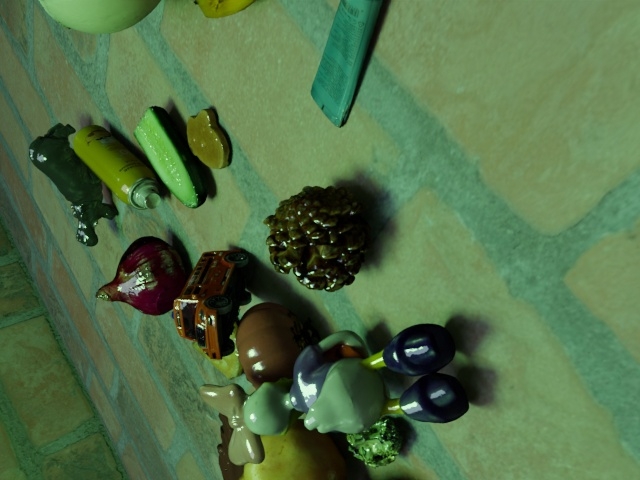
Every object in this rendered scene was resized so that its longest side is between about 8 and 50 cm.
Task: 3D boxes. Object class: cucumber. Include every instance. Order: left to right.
[{"bbox_3d":[-0.303,-0.171,1.252,0.244,0.063,0.115,58,138,14],"label":"cucumber"}]

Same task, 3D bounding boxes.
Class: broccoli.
[{"bbox_3d":[0.089,0.332,0.973,0.097,0.091,0.095,25,107,63],"label":"broccoli"}]

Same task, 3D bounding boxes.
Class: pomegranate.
[{"bbox_3d":[-0.051,0.439,1.117,0.209,0.209,0.209,29,129,42],"label":"pomegranate"}]

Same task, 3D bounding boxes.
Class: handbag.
[{"bbox_3d":[-0.169,0.535,1.379,0.275,0.084,0.260,49,141,49],"label":"handbag"}]

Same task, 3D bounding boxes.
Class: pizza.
[{"bbox_3d":[-0.250,0.243,1.422,0.262,0.034,0.181,-6,102,53],"label":"pizza"}]

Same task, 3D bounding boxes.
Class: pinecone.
[{"bbox_3d":[0.000,0.000,0.868,0.173,0.173,0.174,29,129,42],"label":"pinecone"}]

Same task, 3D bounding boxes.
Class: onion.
[{"bbox_3d":[-0.428,0.106,1.427,0.140,0.218,0.195,44,139,28],"label":"onion"}]

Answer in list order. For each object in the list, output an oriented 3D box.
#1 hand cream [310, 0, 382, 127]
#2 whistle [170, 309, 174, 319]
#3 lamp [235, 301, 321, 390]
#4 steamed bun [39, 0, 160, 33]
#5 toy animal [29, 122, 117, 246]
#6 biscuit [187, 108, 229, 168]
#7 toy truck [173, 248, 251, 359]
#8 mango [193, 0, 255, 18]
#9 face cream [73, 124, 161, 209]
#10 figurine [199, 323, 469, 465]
[{"bbox_3d":[0.034,-0.254,0.788,0.083,0.048,0.224,54,148,21],"label":"hand cream"},{"bbox_3d":[-0.379,0.195,1.572,0.033,0.029,0.083,45,147,-24],"label":"whistle"},{"bbox_3d":[-0.073,0.196,1.066,0.182,0.140,0.182,62,-171,-18],"label":"lamp"},{"bbox_3d":[-0.353,-0.531,0.952,0.374,0.241,0.375,173,90,-83],"label":"steamed bun"},{"bbox_3d":[-0.676,-0.158,1.675,0.106,0.168,0.343,12,131,48],"label":"toy animal"},{"bbox_3d":[-0.219,-0.202,1.159,0.140,0.023,0.118,41,136,34],"label":"biscuit"},{"bbox_3d":[-0.204,0.115,1.126,0.253,0.114,0.108,-80,-9,-63],"label":"toy truck"},{"bbox_3d":[-0.161,-0.469,0.852,0.187,0.137,0.257,174,81,-75],"label":"mango"},{"bbox_3d":[-0.499,-0.176,1.474,0.348,0.104,0.105,38,135,36],"label":"face cream"},{"bbox_3d":[0.008,0.231,0.865,0.420,0.193,0.154,-21,92,41],"label":"figurine"}]
